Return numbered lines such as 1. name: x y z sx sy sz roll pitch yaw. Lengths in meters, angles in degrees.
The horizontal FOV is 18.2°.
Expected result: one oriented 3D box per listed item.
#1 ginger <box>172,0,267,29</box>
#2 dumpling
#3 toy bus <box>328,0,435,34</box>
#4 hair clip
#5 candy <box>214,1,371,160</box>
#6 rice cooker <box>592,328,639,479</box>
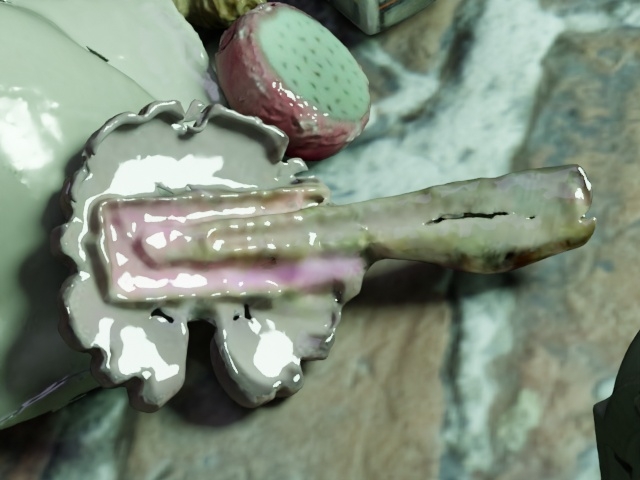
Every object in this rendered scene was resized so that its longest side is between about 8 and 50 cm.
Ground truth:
1. ginger: -0.123 -0.186 1.325 0.137 0.074 0.213 -34 55 -7
2. dumpling: -0.206 -0.019 1.122 0.341 0.181 0.260 -12 61 -50
3. toy bus: -0.012 -0.236 1.323 0.092 0.106 0.268 -32 48 -15
4. hair clip: 0.001 0.001 1.104 0.300 0.069 0.173 -5 79 -11
5. candy: -0.016 -0.096 1.206 0.043 0.103 0.103 -42 36 34
6. rice cooker: 0.315 0.117 0.810 0.325 0.335 0.335 -24 49 -10
